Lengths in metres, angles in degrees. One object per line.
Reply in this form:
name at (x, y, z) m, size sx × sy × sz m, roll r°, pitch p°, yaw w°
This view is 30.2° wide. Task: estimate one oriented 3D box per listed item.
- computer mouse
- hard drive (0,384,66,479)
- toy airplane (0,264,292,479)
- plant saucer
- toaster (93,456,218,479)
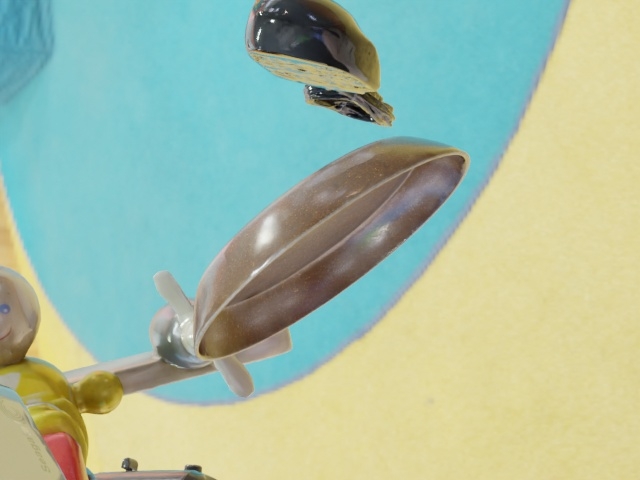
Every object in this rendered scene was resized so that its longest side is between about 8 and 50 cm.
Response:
computer mouse at (0.011, -0.105, 0.701) m, size 0.071 × 0.242 × 0.041 m, roll 12°, pitch 89°, yaw 11°
hard drive at (-0.245, 0.122, 0.633) m, size 0.040 × 0.307 × 0.203 m, roll -46°, pitch 55°, yaw 8°
toy airplane at (-0.264, 0.136, 1.021) m, size 0.384 × 0.386 × 0.272 m, roll 6°, pitch 117°, yaw 26°
plant saucer at (0.000, 0.000, 0.596) m, size 0.029 × 0.168 × 0.168 m, roll 52°, pitch 130°, yaw 13°
toaster at (-0.185, 0.338, 1.209) m, size 0.146 × 0.129 × 0.227 m, roll 1°, pitch 71°, yaw 20°
